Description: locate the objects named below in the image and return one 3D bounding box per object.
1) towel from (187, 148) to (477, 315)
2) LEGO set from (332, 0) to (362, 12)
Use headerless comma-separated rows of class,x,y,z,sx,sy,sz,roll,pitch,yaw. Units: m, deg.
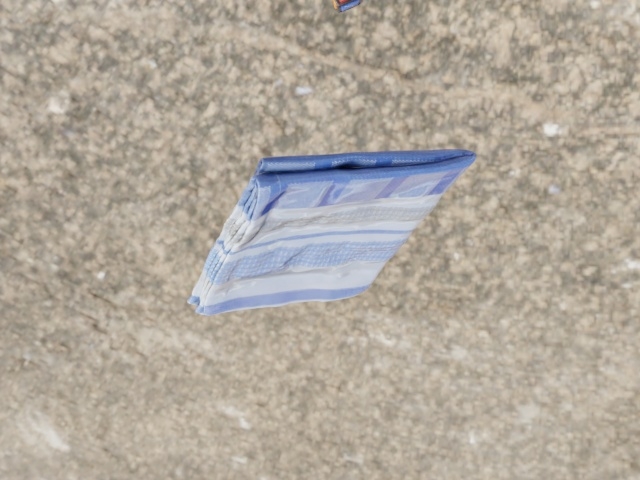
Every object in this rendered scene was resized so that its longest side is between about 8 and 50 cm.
towel,0.000,0.000,0.813,0.209,0.034,0.285,-6,156,-22
LEGO set,0.096,-0.227,0.564,0.244,0.182,0.060,-23,90,61
